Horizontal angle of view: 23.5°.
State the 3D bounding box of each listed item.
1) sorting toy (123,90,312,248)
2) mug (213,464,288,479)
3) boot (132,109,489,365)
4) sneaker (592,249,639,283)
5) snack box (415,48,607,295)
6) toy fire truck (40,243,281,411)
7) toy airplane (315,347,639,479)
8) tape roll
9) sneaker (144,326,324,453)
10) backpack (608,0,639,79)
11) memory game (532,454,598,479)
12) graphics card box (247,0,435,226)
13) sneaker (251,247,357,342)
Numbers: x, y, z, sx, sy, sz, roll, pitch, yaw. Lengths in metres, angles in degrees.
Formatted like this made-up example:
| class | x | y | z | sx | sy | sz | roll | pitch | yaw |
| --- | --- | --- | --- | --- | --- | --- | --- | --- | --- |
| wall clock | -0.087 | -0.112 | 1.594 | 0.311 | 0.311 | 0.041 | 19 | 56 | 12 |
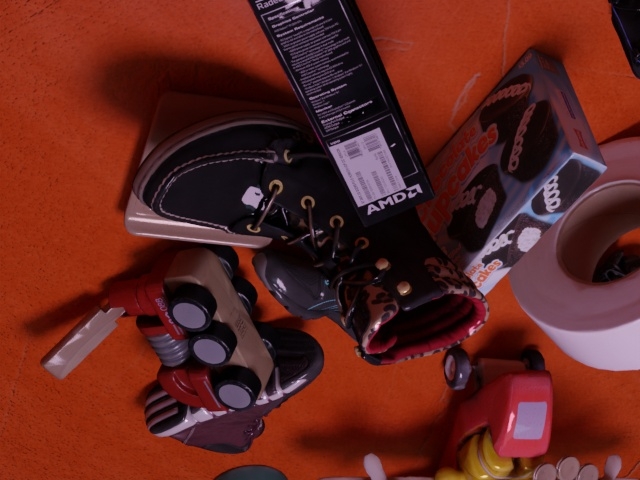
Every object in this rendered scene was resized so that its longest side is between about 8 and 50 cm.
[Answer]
| class | x | y | z | sx | sy | sz | roll | pitch | yaw |
| --- | --- | --- | --- | --- | --- | --- | --- | --- | --- |
| sorting toy | -0.124 | -0.086 | 1.855 | 0.193 | 0.038 | 0.208 | 6 | 129 | -19 |
| mug | -0.094 | 0.423 | 2.339 | 0.158 | 0.097 | 0.129 | 28 | 123 | -34 |
| boot | 0.000 | 0.000 | 1.723 | 0.377 | 0.284 | 0.138 | 3 | 132 | -45 |
| sneaker | 0.376 | 0.076 | 2.039 | 0.130 | 0.087 | 0.227 | -48 | 169 | 20 |
| snack box | 0.197 | -0.052 | 1.849 | 0.060 | 0.187 | 0.322 | 19 | 128 | -29 |
| toy fire truck | -0.209 | 0.134 | 1.990 | 0.246 | 0.158 | 0.217 | -8 | 127 | 26 |
| toy airplane | 0.234 | 0.366 | 2.230 | 0.386 | 0.272 | 0.384 | -29 | 135 | 16 |
| tape roll | 0.377 | 0.015 | 1.889 | 0.286 | 0.286 | 0.100 | -30 | 133 | 18 |
| sneaker | -0.092 | 0.217 | 2.141 | 0.281 | 0.106 | 0.162 | -21 | 144 | 22 |
| backpack | 0.399 | -0.245 | 1.762 | 0.114 | 0.105 | 0.084 | -20 | 159 | 4 |
| memory game | 0.323 | 0.384 | 2.120 | 0.186 | 0.012 | 0.186 | -8 | 107 | -28 |
| graphics card box | 0.001 | -0.217 | 1.601 | 0.094 | 0.232 | 0.371 | -24 | 136 | 6 |
| sneaker | 0.022 | 0.054 | 2.002 | 0.267 | 0.101 | 0.106 | 26 | 113 | -42 |
